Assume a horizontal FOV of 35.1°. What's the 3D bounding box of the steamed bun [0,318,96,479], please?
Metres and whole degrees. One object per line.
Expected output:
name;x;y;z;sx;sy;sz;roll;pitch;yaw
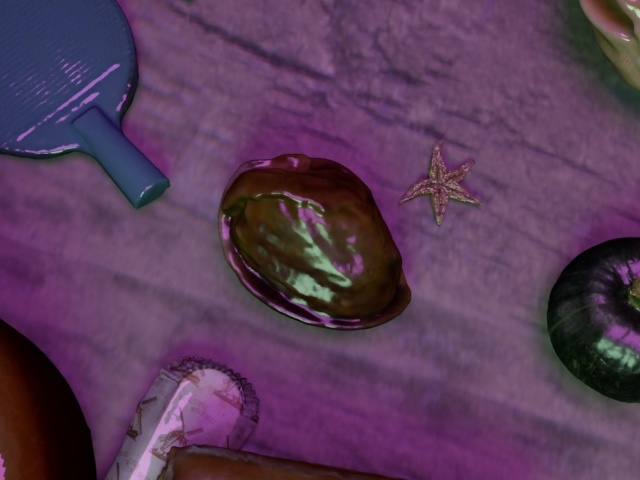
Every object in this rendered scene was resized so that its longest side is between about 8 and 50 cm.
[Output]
steamed bun;-0.310;0.219;0.817;0.248;0.235;0.379;-4;74;-1

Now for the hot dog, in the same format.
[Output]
hot dog;-0.133;0.198;0.935;0.108;0.059;0.191;30;72;-8

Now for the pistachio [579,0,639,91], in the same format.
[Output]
pistachio;0.373;-0.282;1.047;0.214;0.193;0.318;7;65;-17

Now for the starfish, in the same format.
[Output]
starfish;0.123;-0.060;1.052;0.086;0.016;0.092;-3;81;-8

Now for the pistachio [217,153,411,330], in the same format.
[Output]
pistachio;0.000;0.000;0.966;0.210;0.130;0.165;40;72;-4

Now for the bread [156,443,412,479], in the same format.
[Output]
bread;-0.002;0.354;0.839;0.333;0.143;0.323;13;74;-13

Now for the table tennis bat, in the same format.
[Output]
table tennis bat;-0.274;-0.163;1.026;0.215;0.044;0.329;-40;80;-15

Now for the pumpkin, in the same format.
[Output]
pumpkin;0.304;0.077;0.978;0.167;0.125;0.167;0;84;1
